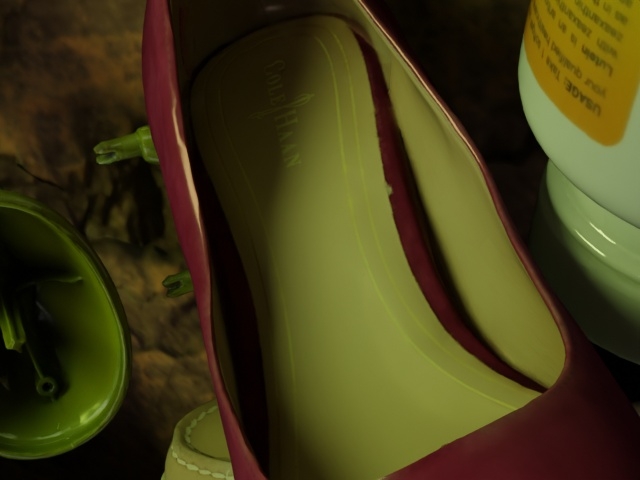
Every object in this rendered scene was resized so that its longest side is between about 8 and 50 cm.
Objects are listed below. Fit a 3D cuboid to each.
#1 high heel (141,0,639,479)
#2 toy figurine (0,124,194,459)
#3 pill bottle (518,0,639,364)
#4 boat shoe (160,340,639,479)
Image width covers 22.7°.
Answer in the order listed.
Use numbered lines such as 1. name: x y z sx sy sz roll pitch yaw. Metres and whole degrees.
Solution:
1. high heel: 0.000 0.000 0.480 0.127 0.377 0.181 -26 117 -2
2. toy figurine: -0.184 -0.106 0.693 0.217 0.191 0.363 30 151 56
3. pill bottle: 0.133 -0.081 0.462 0.136 0.136 0.246 24 133 17
4. boat shoe: 0.081 0.065 0.630 0.341 0.122 0.110 -6 115 25
